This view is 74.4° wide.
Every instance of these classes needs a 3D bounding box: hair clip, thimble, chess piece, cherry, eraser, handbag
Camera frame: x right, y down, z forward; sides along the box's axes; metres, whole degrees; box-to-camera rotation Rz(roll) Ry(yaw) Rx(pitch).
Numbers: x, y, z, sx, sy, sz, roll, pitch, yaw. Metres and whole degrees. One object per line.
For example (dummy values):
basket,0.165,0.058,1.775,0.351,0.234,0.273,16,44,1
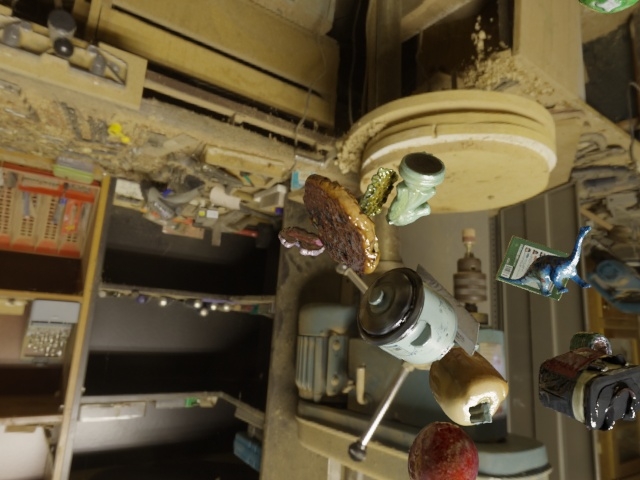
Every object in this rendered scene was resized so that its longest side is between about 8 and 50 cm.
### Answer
hair clip,0.001,0.007,1.535,0.301,0.069,0.173,8,-160,10
thimble,1.009,0.411,1.575,0.119,0.135,0.090,17,166,-15
chess piece,0.362,-0.176,1.631,0.176,0.175,0.298,4,133,-5
cherry,0.355,0.673,1.262,0.206,0.239,0.239,36,-169,37
eraser,0.441,0.244,1.509,0.077,0.352,0.111,-34,148,-11
handbag,0.751,0.394,1.157,0.255,0.181,0.181,-5,-174,-25

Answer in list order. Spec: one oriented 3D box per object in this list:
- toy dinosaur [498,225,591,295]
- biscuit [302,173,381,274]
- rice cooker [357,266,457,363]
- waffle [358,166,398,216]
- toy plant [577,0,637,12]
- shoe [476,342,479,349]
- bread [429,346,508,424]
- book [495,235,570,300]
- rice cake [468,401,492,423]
toy dinosaur,0.647,0.096,1.183,0.076,0.144,0.329,-11,156,-27
biscuit,0.058,-0.042,1.108,0.081,0.289,0.334,-34,175,-14
rice cooker,0.266,0.238,1.333,0.317,0.264,0.316,40,-169,-10
waffle,0.223,-0.189,1.683,0.054,0.223,0.204,34,-162,23
toy plant,0.384,-0.458,0.620,0.175,0.218,0.235,-44,145,19
shoe,0.583,0.372,1.758,0.195,0.078,0.079,38,-172,16
bread,0.747,0.746,2.221,0.253,0.348,0.376,41,-172,-13
book,0.911,0.116,1.787,0.264,0.201,0.027,20,-170,13
rice cake,0.716,0.781,1.898,0.040,0.085,0.226,-1,154,2
